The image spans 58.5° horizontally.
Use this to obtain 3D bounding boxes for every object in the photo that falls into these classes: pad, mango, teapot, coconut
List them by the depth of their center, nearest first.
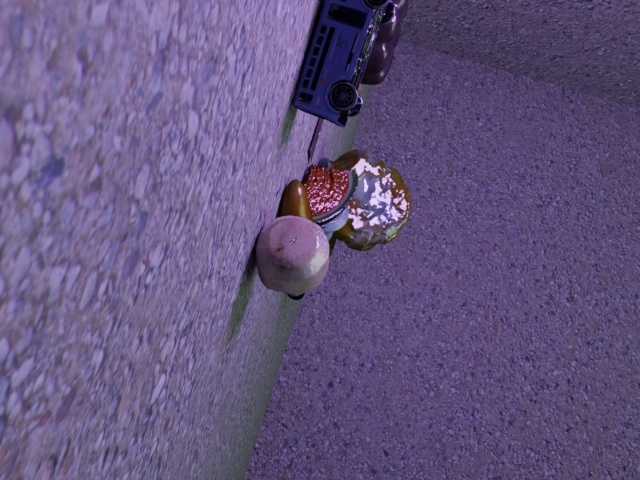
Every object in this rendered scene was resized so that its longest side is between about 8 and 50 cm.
[{"bbox_3d":[-0.062,0.042,1.232,0.183,0.170,0.171,95,12,-63],"label":"coconut"},{"bbox_3d":[-0.060,-0.061,1.405,0.102,0.084,0.184,-70,171,-47],"label":"mango"},{"bbox_3d":[-0.005,-0.326,1.645,0.113,0.006,0.188,87,19,-78],"label":"pad"},{"bbox_3d":[-0.005,-0.088,1.784,0.159,0.158,0.232,97,-16,-73],"label":"teapot"}]

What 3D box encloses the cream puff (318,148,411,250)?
[{"bbox_3d":[0.129,-0.136,2.012,0.275,0.378,0.379,-31,-143,64],"label":"cream puff"}]

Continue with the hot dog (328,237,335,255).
[{"bbox_3d":[0.000,0.000,2.121,0.196,0.122,0.272,108,2,-53],"label":"hot dog"}]

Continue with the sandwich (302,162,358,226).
[{"bbox_3d":[0.009,-0.125,1.671,0.079,0.159,0.235,-46,-160,57],"label":"sandwich"}]

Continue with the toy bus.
[{"bbox_3d":[0.047,-0.380,1.123,0.125,0.133,0.292,-28,137,-78],"label":"toy bus"}]

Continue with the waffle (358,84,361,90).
[{"bbox_3d":[0.149,-0.640,2.246,0.291,0.051,0.291,18,90,-87],"label":"waffle"}]

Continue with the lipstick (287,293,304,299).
[{"bbox_3d":[-0.067,0.132,2.342,0.300,0.081,0.081,-67,174,-56],"label":"lipstick"}]

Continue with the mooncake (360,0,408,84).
[{"bbox_3d":[0.139,-0.575,1.546,0.306,0.154,0.306,18,90,-84],"label":"mooncake"}]
